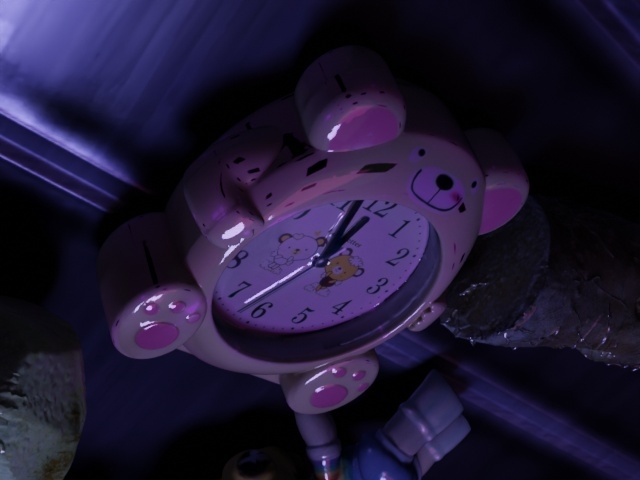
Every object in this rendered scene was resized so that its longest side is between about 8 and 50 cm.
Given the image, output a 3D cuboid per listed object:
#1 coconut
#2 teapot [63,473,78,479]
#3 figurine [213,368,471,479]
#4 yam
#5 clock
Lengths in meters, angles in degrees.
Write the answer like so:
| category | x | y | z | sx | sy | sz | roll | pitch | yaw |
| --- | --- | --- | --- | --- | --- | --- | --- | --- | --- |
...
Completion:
| category | x | y | z | sx | sy | sz | roll | pitch | yaw |
| --- | --- | --- | --- | --- | --- | --- | --- | --- | --- |
| coconut | -0.290 | 0.142 | 0.941 | 0.205 | 0.235 | 0.236 | 9 | 141 | 11 |
| teapot | -0.337 | 0.399 | 1.192 | 0.337 | 0.270 | 0.200 | -25 | 172 | 2 |
| figurine | -0.007 | 0.279 | 1.236 | 0.382 | 0.205 | 0.224 | -43 | 145 | 5 |
| yam | 0.233 | 0.037 | 1.105 | 0.254 | 0.154 | 0.154 | 9 | 132 | -33 |
| clock | 0.000 | 0.000 | 0.990 | 0.284 | 0.114 | 0.309 | 26 | 121 | -40 |
